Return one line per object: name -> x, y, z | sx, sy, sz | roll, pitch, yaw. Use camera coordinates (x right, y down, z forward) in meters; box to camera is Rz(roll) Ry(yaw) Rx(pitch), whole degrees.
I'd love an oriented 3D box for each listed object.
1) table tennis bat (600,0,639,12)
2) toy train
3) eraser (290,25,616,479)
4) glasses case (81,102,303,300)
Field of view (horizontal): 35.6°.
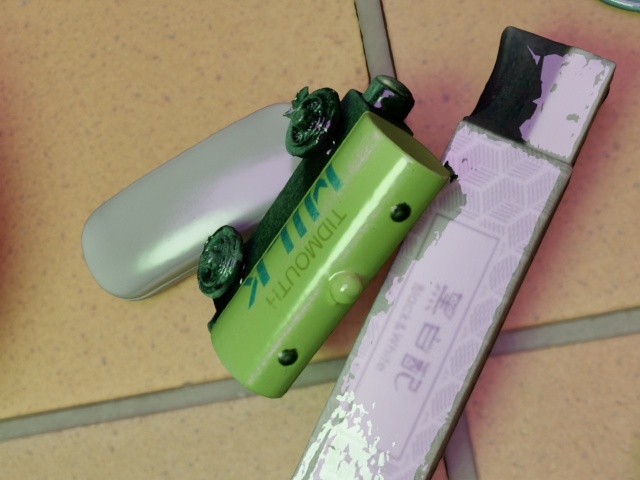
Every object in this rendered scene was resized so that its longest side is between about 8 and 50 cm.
table tennis bat -> 0.315, -0.249, 0.808 | 0.244, 0.040, 0.152 | 17, 86, 18
toy train -> 0.000, 0.000, 0.747 | 0.253, 0.105, 0.157 | -54, 31, 16
eraser -> 0.102, 0.040, 0.776 | 0.096, 0.098, 0.403 | 26, 88, 14
glasses case -> -0.097, -0.033, 0.850 | 0.233, 0.059, 0.092 | -32, 78, 5
